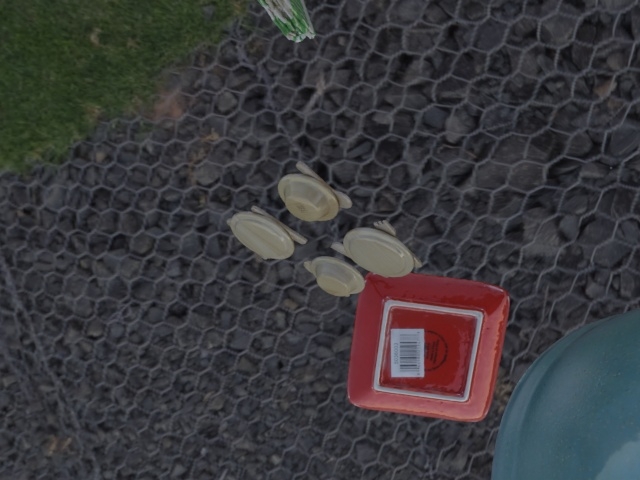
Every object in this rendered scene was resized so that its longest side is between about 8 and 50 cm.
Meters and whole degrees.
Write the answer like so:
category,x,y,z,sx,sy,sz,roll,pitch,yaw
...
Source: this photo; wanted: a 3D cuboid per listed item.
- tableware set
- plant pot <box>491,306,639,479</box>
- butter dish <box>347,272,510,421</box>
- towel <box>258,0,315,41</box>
category,x,y,z,sx,sy,sz,roll,pitch,yaw
tableware set,0.000,0.000,0.676,0.141,0.020,0.168,36,147,-14
plant pot,0.278,0.157,0.466,0.292,0.196,0.293,3,67,-8
butter dish,0.115,0.104,0.859,0.159,0.118,0.160,7,105,1
towel,-0.092,-0.379,0.904,0.038,0.325,0.248,-19,87,13
